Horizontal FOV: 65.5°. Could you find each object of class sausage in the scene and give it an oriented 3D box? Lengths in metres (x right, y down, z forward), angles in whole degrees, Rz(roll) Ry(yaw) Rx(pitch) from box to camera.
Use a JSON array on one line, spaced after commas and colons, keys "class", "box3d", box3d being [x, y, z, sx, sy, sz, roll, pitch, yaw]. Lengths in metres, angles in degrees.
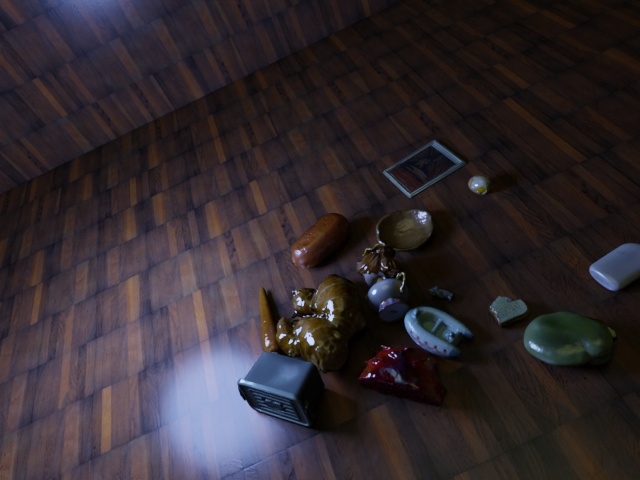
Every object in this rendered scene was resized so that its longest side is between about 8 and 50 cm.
[{"class": "sausage", "box3d": [0.002, 0.001, 1.841, 0.258, 0.133, 0.133, -41, 47, -16]}]

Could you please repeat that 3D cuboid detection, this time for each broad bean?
[{"class": "broad bean", "box3d": [0.668, 0.261, 1.337, 0.227, 0.100, 0.169, -11, 40, 17]}]

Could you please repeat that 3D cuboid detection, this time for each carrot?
[{"class": "carrot", "box3d": [-0.183, 0.284, 1.716, 0.069, 0.069, 0.336, -24, 42, 2]}]

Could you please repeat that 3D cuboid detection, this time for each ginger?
[{"class": "ginger", "box3d": [0.010, 0.250, 1.604, 0.274, 0.152, 0.358, 1, 51, 39]}]

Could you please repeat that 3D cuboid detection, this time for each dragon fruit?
[{"class": "dragon fruit", "box3d": [0.227, 0.354, 1.425, 0.274, 0.126, 0.161, 7, 55, 28]}]

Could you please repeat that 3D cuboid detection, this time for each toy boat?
[{"class": "toy boat", "box3d": [0.345, 0.261, 1.479, 0.207, 0.079, 0.134, 27, 55, 36]}]

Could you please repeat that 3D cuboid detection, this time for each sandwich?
[{"class": "sandwich", "box3d": [0.560, 0.204, 1.475, 0.104, 0.036, 0.093, -20, 45, 5]}]

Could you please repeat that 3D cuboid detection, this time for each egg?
[{"class": "egg", "box3d": [0.577, -0.204, 1.808, 0.083, 0.071, 0.071, 13, 57, 36]}]

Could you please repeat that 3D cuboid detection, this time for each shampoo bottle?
[{"class": "shampoo bottle", "box3d": [0.903, 0.057, 1.444, 0.220, 0.051, 0.108, -32, 43, -5]}]

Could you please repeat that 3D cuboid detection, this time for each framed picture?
[{"class": "framed picture", "box3d": [0.412, -0.295, 1.999, 0.273, 0.016, 0.216, -32, 46, -6]}]

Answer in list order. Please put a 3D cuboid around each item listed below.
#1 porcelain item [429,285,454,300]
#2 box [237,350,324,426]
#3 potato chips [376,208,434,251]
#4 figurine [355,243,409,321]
[{"class": "porcelain item", "box3d": [0.384, 0.170, 1.590, 0.083, 0.028, 0.036, 19, 44, 37]}, {"class": "box", "box3d": [-0.110, 0.437, 1.487, 0.243, 0.163, 0.135, 5, 44, 29]}, {"class": "potato chips", "box3d": [0.306, -0.032, 1.780, 0.195, 0.062, 0.208, 33, 67, 34]}, {"class": "figurine", "box3d": [0.204, 0.128, 1.622, 0.189, 0.142, 0.264, -45, 40, 31]}]
